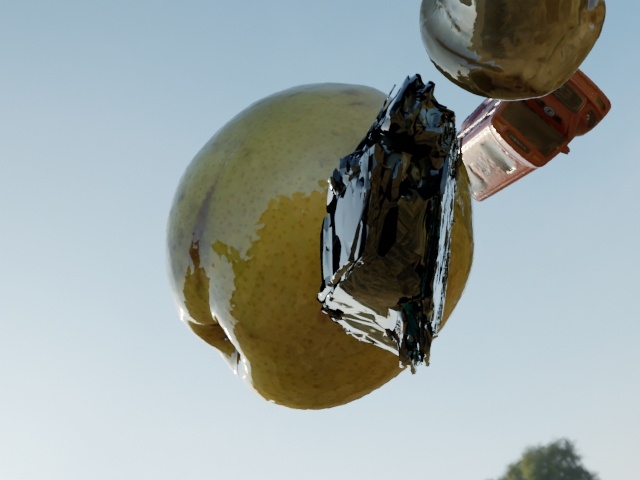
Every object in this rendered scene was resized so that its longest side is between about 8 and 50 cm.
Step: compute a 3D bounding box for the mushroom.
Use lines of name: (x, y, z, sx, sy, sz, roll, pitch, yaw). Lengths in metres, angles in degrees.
mushroom: (0.089, -0.263, 0.442, 0.154, 0.138, 0.407, 3, -44, 12)

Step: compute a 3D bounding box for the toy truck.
toy truck: (0.245, -0.134, 1.063, 0.114, 0.107, 0.252, -48, 2, -17)

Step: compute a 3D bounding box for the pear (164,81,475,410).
pear: (0.000, 0.000, 0.843, 0.314, 0.314, 0.314, -25, -28, -14)

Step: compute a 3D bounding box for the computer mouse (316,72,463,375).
computer mouse: (0.038, -0.003, 0.500, 0.077, 0.147, 0.242, 6, -24, 10)
